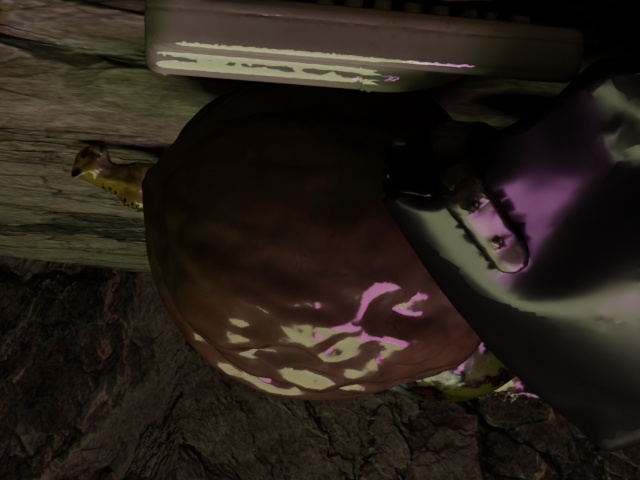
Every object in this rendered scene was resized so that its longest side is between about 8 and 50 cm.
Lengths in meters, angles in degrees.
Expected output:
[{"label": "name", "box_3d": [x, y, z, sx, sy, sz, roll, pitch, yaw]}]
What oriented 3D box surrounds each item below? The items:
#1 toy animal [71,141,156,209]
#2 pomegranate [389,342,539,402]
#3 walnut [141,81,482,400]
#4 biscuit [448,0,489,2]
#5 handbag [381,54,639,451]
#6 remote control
[{"label": "toy animal", "box_3d": [-0.157, -0.064, 1.171, 0.136, 0.073, 0.181, 10, -171, 22]}, {"label": "pomegranate", "box_3d": [0.128, 0.046, 1.049, 0.254, 0.271, 0.254, -34, -179, 1]}, {"label": "walnut", "box_3d": [0.000, -0.002, 0.799, 0.273, 0.273, 0.227, 5, 132, -21]}, {"label": "biscuit", "box_3d": [0.038, -0.133, 0.532, 0.147, 0.018, 0.071, 3, 177, -11]}, {"label": "handbag", "box_3d": [0.210, -0.019, 0.603, 0.342, 0.152, 0.288, -26, 137, 30]}, {"label": "remote control", "box_3d": [0.021, -0.106, 0.600, 0.230, 0.049, 0.090, 3, -172, -6]}]
